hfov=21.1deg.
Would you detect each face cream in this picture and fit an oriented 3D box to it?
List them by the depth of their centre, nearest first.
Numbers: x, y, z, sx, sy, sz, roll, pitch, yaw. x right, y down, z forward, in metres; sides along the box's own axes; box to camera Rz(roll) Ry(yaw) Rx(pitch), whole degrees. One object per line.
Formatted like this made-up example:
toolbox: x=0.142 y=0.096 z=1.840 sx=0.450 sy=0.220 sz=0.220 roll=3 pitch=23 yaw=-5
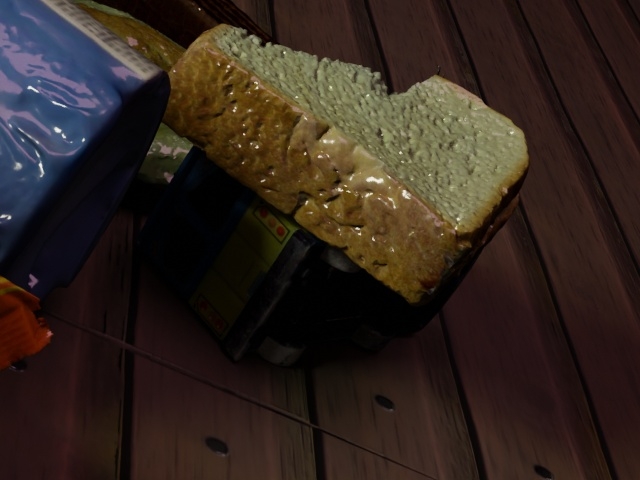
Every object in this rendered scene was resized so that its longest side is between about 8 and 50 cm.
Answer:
face cream: x=-0.255 y=-0.079 z=1.213 sx=0.225 sy=0.249 sz=0.249 roll=34 pitch=24 yaw=4

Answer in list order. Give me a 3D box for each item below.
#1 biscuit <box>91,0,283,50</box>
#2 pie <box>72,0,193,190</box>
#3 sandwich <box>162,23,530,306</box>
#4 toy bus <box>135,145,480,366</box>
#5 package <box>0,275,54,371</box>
biscuit: x=-0.131 y=-0.204 z=1.790 sx=0.252 sy=0.106 sz=0.070 roll=42 pitch=26 yaw=22
pie: x=-0.195 y=-0.139 z=1.608 sx=0.303 sy=0.067 sz=0.302 roll=22 pitch=27 yaw=-12
sandwich: x=0.029 y=-0.085 z=1.425 sx=0.288 sy=0.099 sz=0.254 roll=35 pitch=31 yaw=2
toy bus: x=0.000 y=0.000 z=1.519 sx=0.175 sy=0.138 sz=0.288 roll=46 pitch=27 yaw=26
package: x=-0.318 y=0.016 z=1.019 sx=0.288 sy=0.223 sz=0.108 roll=45 pitch=-14 yaw=16
